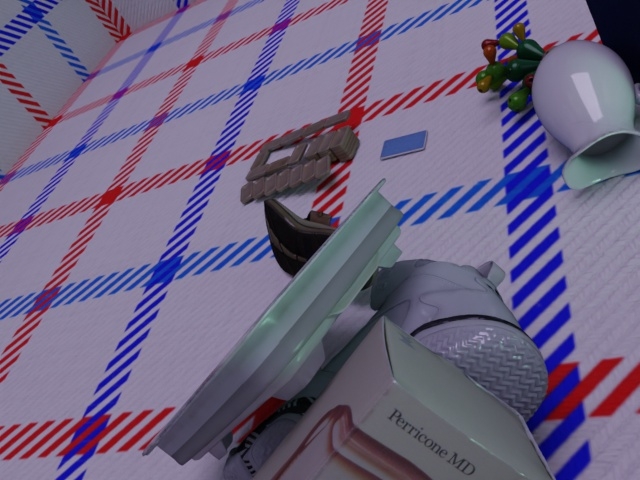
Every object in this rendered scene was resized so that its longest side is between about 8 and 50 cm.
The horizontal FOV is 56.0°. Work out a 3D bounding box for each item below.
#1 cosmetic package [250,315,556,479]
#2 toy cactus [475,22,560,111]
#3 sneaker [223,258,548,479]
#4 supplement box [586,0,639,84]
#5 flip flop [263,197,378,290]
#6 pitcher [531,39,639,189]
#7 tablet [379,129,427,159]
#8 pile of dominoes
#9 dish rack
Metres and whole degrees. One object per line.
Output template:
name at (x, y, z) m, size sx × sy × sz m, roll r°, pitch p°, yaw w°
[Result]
cosmetic package at (0.019, 0.228, 0.460) m, size 0.296 × 0.153 × 0.129 m, roll -55°, pitch 4°, yaw 11°
toy cactus at (0.344, -0.295, 0.987) m, size 0.180 × 0.112 × 0.219 m, roll -8°, pitch 34°, yaw 17°
sneaker at (0.060, 0.153, 0.650) m, size 0.366 × 0.137 × 0.210 m, roll -35°, pitch 16°, yaw 25°
supplement box at (0.553, -0.366, 0.767) m, size 0.356 × 0.194 × 0.195 m, roll -27°, pitch 14°, yaw 10°
flip flop at (0.000, 0.000, 0.903) m, size 0.080 × 0.112 × 0.277 m, roll -23°, pitch 25°, yaw -32°
pitcher at (0.385, -0.176, 0.803) m, size 0.177 × 0.125 × 0.207 m, roll -5°, pitch 51°, yaw 4°
tablet at (0.146, -0.167, 1.055) m, size 0.083 × 0.006 × 0.054 m, roll -10°, pitch 42°, yaw 28°
pile of dominoes at (-0.044, -0.150, 1.175) m, size 0.251 × 0.040 × 0.196 m, roll -14°, pitch 40°, yaw 37°
dish rack at (-0.040, 0.104, 0.634) m, size 0.285 × 0.072 × 0.333 m, roll -47°, pitch -3°, yaw -42°
